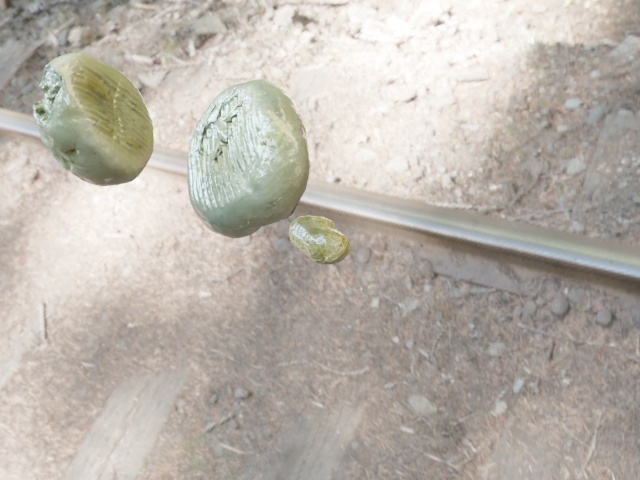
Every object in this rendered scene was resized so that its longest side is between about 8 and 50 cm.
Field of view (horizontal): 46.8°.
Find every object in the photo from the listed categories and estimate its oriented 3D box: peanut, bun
[{"bbox_3d":[0.000,0.000,1.573,0.093,0.083,0.194,-19,26,-26],"label":"peanut"},{"bbox_3d":[-0.109,-0.136,1.229,0.272,0.168,0.273,-20,64,49],"label":"bun"},{"bbox_3d":[-0.342,-0.172,1.077,0.127,0.193,0.179,-17,57,23],"label":"bun"}]
